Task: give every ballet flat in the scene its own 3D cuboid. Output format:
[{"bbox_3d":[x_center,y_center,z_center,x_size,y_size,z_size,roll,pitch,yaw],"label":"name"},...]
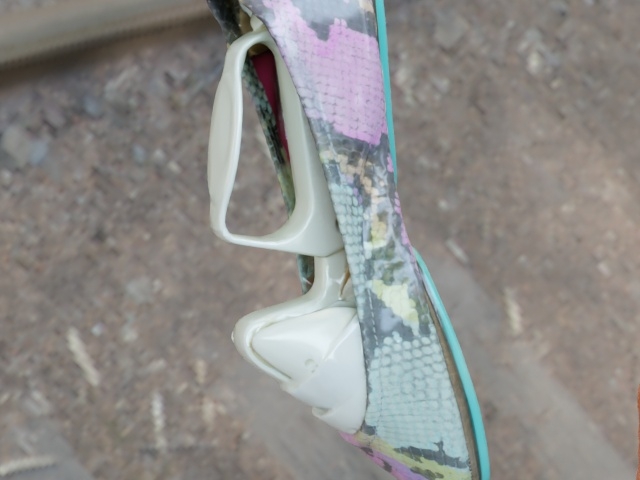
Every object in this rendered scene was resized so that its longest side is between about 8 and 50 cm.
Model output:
[{"bbox_3d":[0.000,0.000,0.639,0.079,0.077,0.222,-16,98,-22],"label":"ballet flat"}]

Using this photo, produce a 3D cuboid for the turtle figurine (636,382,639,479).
[{"bbox_3d":[0.180,0.040,0.408,0.087,0.269,0.217,-3,48,-30],"label":"turtle figurine"}]
